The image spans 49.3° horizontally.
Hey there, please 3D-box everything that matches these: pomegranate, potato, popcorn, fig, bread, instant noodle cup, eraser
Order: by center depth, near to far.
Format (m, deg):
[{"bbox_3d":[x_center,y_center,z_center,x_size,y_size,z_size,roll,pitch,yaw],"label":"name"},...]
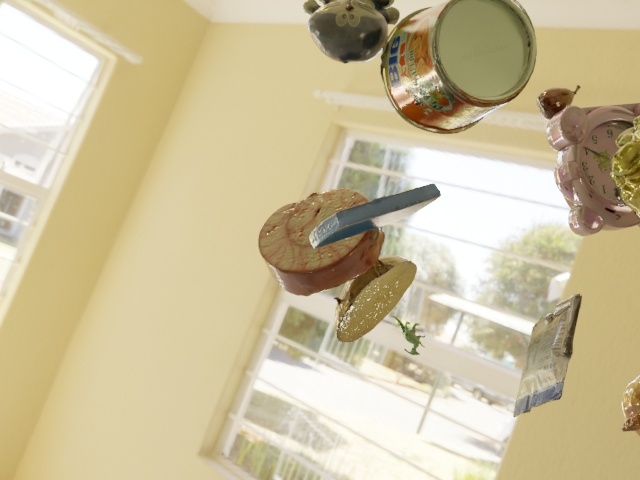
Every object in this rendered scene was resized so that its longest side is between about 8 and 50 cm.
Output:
[{"bbox_3d":[0.718,-0.147,1.432,0.234,0.250,0.242,13,-19,5],"label":"popcorn"},{"bbox_3d":[0.298,-0.376,1.450,0.296,0.297,0.214,23,-6,-15],"label":"instant noodle cup"},{"bbox_3d":[0.127,-0.060,1.626,0.311,0.043,0.144,-18,-11,-33],"label":"eraser"},{"bbox_3d":[0.003,0.002,1.826,0.327,0.295,0.114,-16,-47,11],"label":"bread"},{"bbox_3d":[0.637,-0.374,1.842,0.089,0.125,0.089,60,7,-13],"label":"fig"},{"bbox_3d":[0.123,0.139,1.916,0.116,0.299,0.239,42,13,26],"label":"potato"},{"bbox_3d":[0.958,0.469,1.965,0.207,0.207,0.207,22,-4,2],"label":"pomegranate"}]

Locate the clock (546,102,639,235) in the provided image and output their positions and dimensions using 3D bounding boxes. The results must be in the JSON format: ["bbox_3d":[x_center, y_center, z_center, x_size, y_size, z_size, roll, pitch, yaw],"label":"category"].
[{"bbox_3d":[0.726,-0.180,1.737,0.295,0.323,0.113,-6,-5,-6],"label":"clock"}]

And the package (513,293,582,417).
[{"bbox_3d":[0.351,0.184,1.092,0.027,0.173,0.171,20,-24,-2],"label":"package"}]

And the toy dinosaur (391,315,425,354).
[{"bbox_3d":[0.168,0.185,1.346,0.083,0.062,0.021,23,20,28],"label":"toy dinosaur"}]

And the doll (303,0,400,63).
[{"bbox_3d":[0.065,-0.500,1.596,0.228,0.154,0.258,9,29,3],"label":"doll"}]
